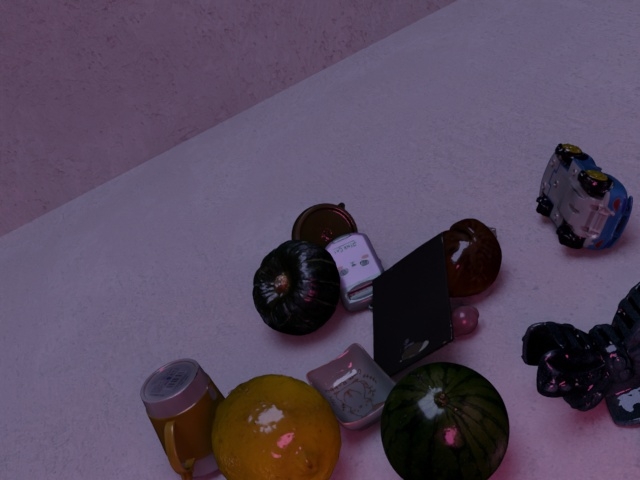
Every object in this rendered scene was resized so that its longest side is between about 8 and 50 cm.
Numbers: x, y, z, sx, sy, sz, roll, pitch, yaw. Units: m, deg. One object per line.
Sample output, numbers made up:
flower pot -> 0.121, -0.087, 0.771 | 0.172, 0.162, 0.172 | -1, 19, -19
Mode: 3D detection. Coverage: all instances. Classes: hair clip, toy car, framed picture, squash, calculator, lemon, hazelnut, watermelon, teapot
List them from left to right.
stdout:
lemon -> -0.094, 0.401, 1.487 | 0.253, 0.253, 0.310 | -43, 28, -26
squash -> -0.062, 0.125, 1.899 | 0.252, 0.165, 0.252 | -25, 53, 37
teapot -> 0.000, 0.000, 2.098 | 0.268, 0.185, 0.175 | -56, 4, -7
calculator -> 0.098, 0.085, 1.943 | 0.141, 0.045, 0.246 | -23, 55, 1
framed picture -> 0.208, 0.155, 1.708 | 0.244, 0.013, 0.324 | -39, 32, 35
watermelon -> 0.230, 0.347, 1.349 | 0.242, 0.242, 0.242 | -17, 33, 12
hazelnut -> 0.350, 0.049, 1.765 | 0.204, 0.178, 0.178 | -35, 33, -17
toy car -> 0.657, -0.110, 1.805 | 0.166, 0.198, 0.314 | 9, 28, -10
hair clip -> 0.547, 0.212, 1.373 | 0.310, 0.206, 0.194 | -23, 26, 11

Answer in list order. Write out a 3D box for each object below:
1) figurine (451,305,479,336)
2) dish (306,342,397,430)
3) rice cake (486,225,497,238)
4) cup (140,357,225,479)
figurine -> 0.328, 0.187, 1.683 | 0.083, 0.067, 0.071 | -53, 18, -13
dish -> 0.078, 0.338, 1.620 | 0.151, 0.077, 0.212 | -30, 32, -12
rice cake -> 0.343, 0.022, 1.924 | 0.256, 0.052, 0.057 | -22, -2, 4
cup -> -0.296, 0.410, 1.625 | 0.185, 0.226, 0.241 | -17, 25, 13
